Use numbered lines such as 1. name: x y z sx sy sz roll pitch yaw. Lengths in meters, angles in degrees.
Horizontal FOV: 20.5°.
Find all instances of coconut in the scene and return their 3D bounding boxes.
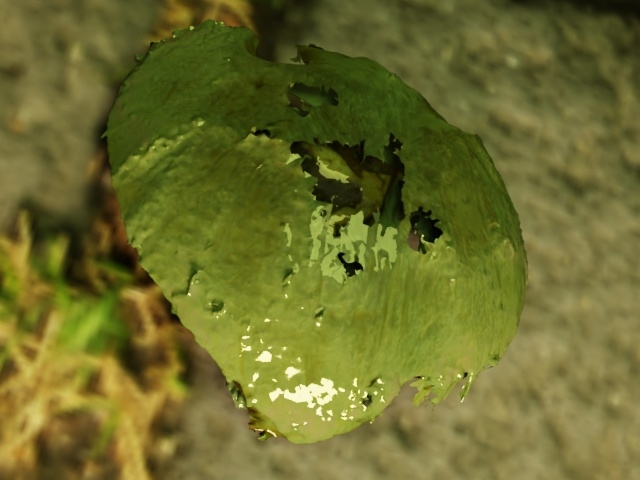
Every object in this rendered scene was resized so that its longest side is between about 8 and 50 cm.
1. coconut: 0.003 -0.003 0.579 0.158 0.055 0.133 19 64 -13
